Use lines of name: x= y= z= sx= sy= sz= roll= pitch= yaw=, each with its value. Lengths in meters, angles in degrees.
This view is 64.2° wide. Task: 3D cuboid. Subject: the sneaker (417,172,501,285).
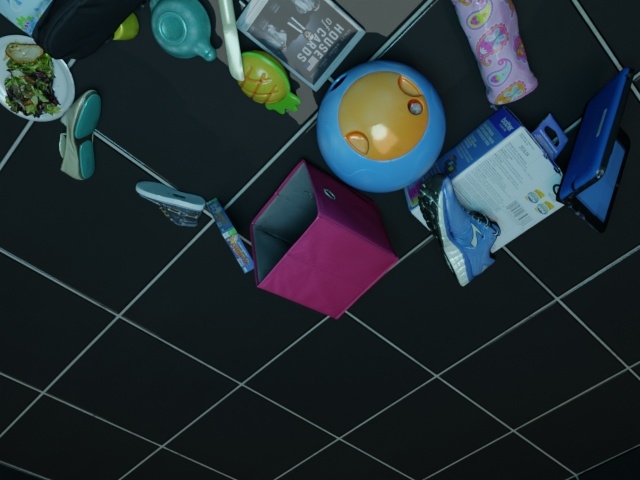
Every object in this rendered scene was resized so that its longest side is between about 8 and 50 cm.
sneaker: x=0.343 y=-0.041 z=1.237 sx=0.147 sy=0.130 sz=0.330 roll=-29 pitch=128 yaw=5

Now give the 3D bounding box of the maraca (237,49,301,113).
maraca: x=-0.122 y=-0.358 z=1.171 sx=0.127 sy=0.099 sz=0.185 roll=5 pitch=152 yaw=40

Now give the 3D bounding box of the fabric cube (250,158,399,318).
fabric cube: x=0.000 y=0.000 z=1.313 sx=0.258 sy=0.254 sz=0.259 roll=27 pitch=119 yaw=-29

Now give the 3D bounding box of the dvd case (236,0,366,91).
dvd case: x=-0.045 y=-0.474 z=1.136 sx=0.238 sy=0.030 sz=0.179 roll=34 pitch=118 yaw=-22

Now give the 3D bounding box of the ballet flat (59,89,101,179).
ballet flat: x=-0.592 y=-0.260 z=1.234 sx=0.086 sy=0.086 sz=0.248 roll=15 pitch=124 yaw=-13

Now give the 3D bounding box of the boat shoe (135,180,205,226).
boat shoe: x=-0.406 y=-0.093 z=1.362 sx=0.183 sy=0.065 sz=0.083 roll=17 pitch=122 yaw=-15

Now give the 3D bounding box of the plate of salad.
plate of salad: x=-0.671 y=-0.365 z=1.170 sx=0.199 sy=0.048 sz=0.200 roll=-2 pitch=125 yaw=-2

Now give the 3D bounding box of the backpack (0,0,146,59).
backpack: x=-0.522 y=-0.555 z=0.923 sx=0.290 sy=0.273 sz=0.356 roll=-23 pitch=94 yaw=30

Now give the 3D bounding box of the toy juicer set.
toy juicer set: x=-0.292 y=-0.490 z=1.077 sx=0.328 sy=0.089 sz=0.209 roll=17 pitch=120 yaw=-1

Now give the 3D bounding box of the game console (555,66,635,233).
game console: x=0.687 y=-0.200 z=1.192 sx=0.173 sy=0.293 sz=0.250 roll=22 pitch=165 yaw=4

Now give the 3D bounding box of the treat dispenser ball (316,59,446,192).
treat dispenser ball: x=0.134 y=-0.251 z=1.142 sx=0.288 sy=0.288 sz=0.288 roll=-1 pitch=125 yaw=-2

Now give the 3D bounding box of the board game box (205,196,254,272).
board game box: x=-0.238 y=-0.017 z=1.342 sx=0.035 sy=0.201 sz=0.136 roll=-30 pitch=123 yaw=-8

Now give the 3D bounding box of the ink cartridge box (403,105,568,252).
ink cartridge box: x=0.454 y=-0.146 z=1.314 sx=0.395 sy=0.151 sz=0.270 roll=-38 pitch=118 yaw=24

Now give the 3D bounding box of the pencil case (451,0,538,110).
pencil case: x=0.384 y=-0.440 z=1.129 sx=0.124 sy=0.124 sz=0.284 roll=-25 pitch=123 yaw=14
